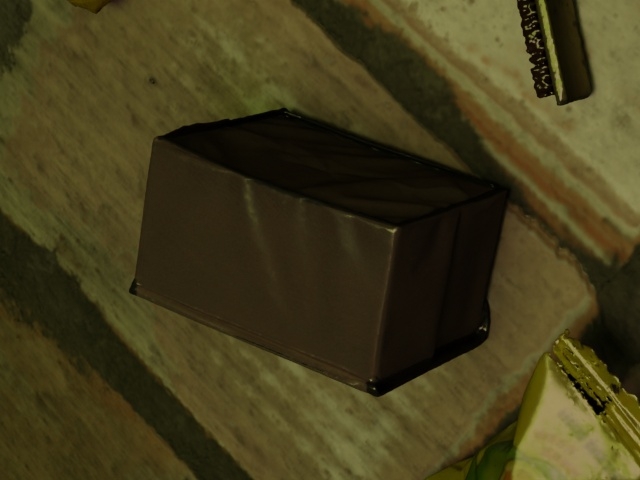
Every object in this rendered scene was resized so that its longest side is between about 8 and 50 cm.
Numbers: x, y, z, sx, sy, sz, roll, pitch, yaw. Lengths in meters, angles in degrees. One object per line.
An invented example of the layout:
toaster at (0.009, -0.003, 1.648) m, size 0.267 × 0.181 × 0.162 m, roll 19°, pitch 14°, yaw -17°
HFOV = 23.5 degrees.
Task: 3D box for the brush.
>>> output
brush at (0.165, -0.227, 1.189) m, size 0.036 × 0.043 × 0.248 m, roll -7°, pitch 99°, yaw 43°

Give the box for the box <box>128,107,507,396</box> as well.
box at (0.000, 0.000, 1.278) m, size 0.252 × 0.188 × 0.153 m, roll 23°, pitch 115°, yaw 30°

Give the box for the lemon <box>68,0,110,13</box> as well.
lemon at (-0.217, -0.253, 1.432) m, size 0.062 × 0.062 × 0.083 m, roll -1°, pitch 103°, yaw 35°

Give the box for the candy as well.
candy at (0.183, 0.222, 1.272) m, size 0.187 × 0.081 × 0.297 m, roll 53°, pitch 131°, yaw 15°
